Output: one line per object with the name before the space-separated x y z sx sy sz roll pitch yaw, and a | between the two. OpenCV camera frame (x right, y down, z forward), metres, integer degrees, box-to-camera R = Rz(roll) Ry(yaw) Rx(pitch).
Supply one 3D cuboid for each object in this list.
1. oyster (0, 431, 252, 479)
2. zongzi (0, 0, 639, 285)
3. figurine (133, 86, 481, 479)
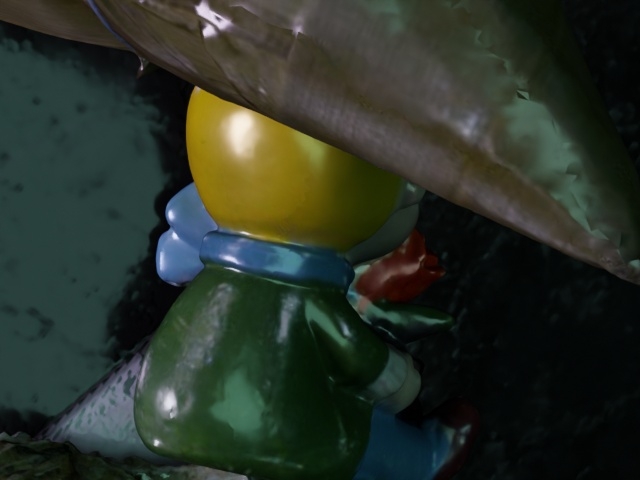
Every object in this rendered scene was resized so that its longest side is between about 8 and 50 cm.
oyster | -0.167 0.187 0.599 0.268 0.112 0.198 3 75 -7
zongzi | 0.019 -0.211 0.484 0.393 0.174 0.356 26 88 25
figurine | 0.011 0.000 0.614 0.185 0.127 0.234 17 78 -28
